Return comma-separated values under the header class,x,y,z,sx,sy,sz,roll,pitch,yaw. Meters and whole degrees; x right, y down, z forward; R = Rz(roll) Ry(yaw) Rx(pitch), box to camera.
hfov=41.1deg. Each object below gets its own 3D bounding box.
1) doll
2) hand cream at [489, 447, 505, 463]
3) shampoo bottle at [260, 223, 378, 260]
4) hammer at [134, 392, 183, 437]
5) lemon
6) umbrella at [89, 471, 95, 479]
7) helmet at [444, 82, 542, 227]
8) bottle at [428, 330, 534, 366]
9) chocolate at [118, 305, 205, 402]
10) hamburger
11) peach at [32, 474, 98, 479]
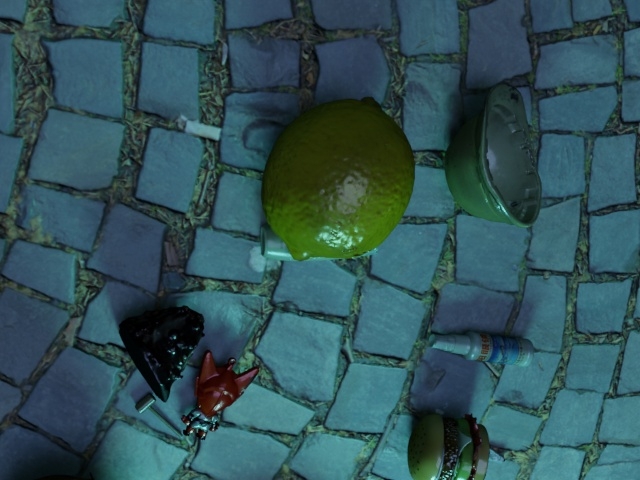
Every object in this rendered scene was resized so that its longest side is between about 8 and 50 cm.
class,x,y,z,sx,sy,sz,roll,pitch,yaw
doll,-0.193,0.284,1.538,0.109,0.057,0.169,23,96,-24
hand cream,0.345,0.442,1.778,0.093,0.019,0.030,27,98,-15
shampoo bottle,0.000,0.000,1.524,0.213,0.049,0.072,0,98,-16
hammer,-0.286,0.322,1.543,0.035,0.019,0.110,-41,115,-3
lemon,0.029,-0.097,1.400,0.267,0.267,0.267,-5,106,-16
umbrella,-0.394,0.485,1.556,0.022,0.022,0.148,-19,100,-7
helmet,0.291,-0.141,1.533,0.204,0.137,0.257,-14,94,-52
bottle,0.314,0.210,1.679,0.217,0.060,0.060,9,102,-18
chocolate,-0.253,0.169,1.450,0.133,0.156,0.156,-32,112,-20
hamburger,0.239,0.417,1.663,0.137,0.175,0.175,12,101,-7
peach,-0.411,0.577,1.403,0.370,0.370,0.370,-5,106,-16
